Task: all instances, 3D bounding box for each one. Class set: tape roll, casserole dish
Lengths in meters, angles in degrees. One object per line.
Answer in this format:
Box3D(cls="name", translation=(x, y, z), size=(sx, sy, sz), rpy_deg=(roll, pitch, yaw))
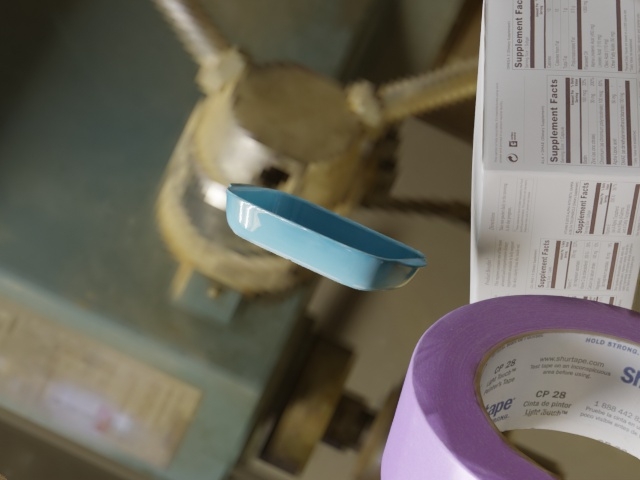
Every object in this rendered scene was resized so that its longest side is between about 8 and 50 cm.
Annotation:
Box3D(cls="tape roll", translation=(0.182, 0.148, 1.302), size=(0.275, 0.275, 0.090), rpy_deg=(-65, -10, -59))
Box3D(cls="casserole dish", translation=(0.000, 0.000, 1.650), size=(0.114, 0.188, 0.037), rpy_deg=(0, -68, -62))

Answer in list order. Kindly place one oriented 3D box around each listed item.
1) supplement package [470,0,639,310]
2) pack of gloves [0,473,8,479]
Box3D(cls="supplement package", translation=(0.206, -0.063, 1.714), size=(0.262, 0.145, 0.204), rpy_deg=(88, -175, -56))
Box3D(cls="pack of gloves", translation=(-0.132, 0.186, 0.802), size=(0.046, 0.232, 0.195), rpy_deg=(-41, 22, 26))
